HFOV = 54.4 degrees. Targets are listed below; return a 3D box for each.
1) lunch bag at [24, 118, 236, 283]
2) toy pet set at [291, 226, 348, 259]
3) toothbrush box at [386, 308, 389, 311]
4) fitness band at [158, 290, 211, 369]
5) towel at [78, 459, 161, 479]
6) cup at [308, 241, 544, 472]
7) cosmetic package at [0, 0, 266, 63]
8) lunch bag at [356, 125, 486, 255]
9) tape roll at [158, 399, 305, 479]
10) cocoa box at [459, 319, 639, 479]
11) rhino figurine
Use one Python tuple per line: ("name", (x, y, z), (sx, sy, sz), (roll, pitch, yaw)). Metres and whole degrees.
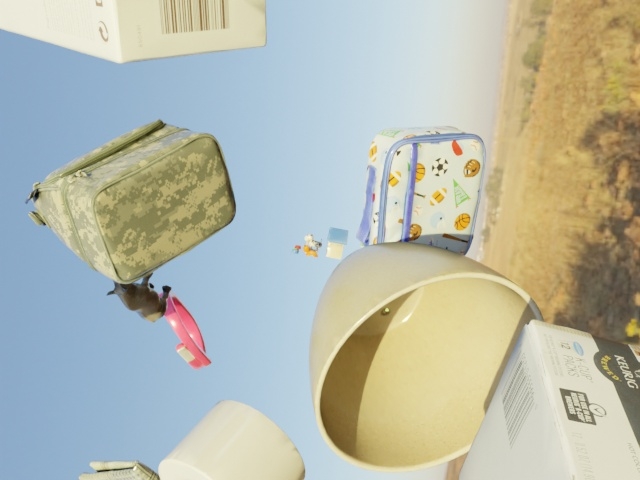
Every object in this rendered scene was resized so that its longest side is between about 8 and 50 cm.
("lunch bag", (-0.355, -0.087, 1.166), (0.305, 0.256, 0.212), (-38, -50, -34))
("toy pet set", (0.000, 0.000, 1.358), (0.122, 0.114, 0.065), (-93, 13, -85))
("toothbrush box", (0.150, 0.257, 1.531), (0.206, 0.283, 0.122), (75, -151, -49))
("fitness band", (-0.396, 0.261, 1.823), (0.209, 0.054, 0.291), (61, 174, 34))
("towel", (-0.461, 0.690, 1.670), (0.312, 0.324, 0.056), (48, -136, -21))
("cup", (0.118, 0.131, 0.914), (0.237, 0.331, 0.331), (-121, 25, -56))
("cosmetic package", (-0.305, -0.380, 0.913), (0.230, 0.453, 0.161), (-21, -57, -39))
("lunch bag", (0.194, -0.073, 1.235), (0.115, 0.243, 0.303), (-137, 44, -55))
("tape roll", (-0.175, 0.465, 1.242), (0.169, 0.246, 0.246), (-45, -38, -42))
("cocoa box", (0.259, 0.272, 0.491), (0.347, 0.228, 0.231), (-73, -4, -61))
("rhino figurine", (-0.445, 0.124, 1.512), (0.243, 0.073, 0.106), (57, -148, -60))
